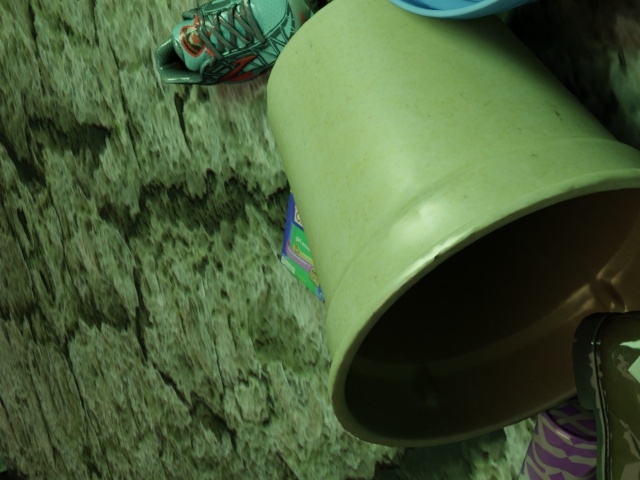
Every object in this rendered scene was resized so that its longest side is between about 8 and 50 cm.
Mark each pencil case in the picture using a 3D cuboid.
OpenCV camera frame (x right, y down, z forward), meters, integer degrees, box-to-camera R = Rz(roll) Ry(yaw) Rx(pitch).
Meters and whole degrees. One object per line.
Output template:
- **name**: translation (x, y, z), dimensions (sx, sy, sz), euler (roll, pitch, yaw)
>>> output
- **pencil case**: translation (0.227, 0.234, 1.215), dimensions (0.088, 0.086, 0.206), euler (16, 126, 12)

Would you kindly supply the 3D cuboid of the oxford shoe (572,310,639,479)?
- **oxford shoe**: translation (0.256, 0.163, 0.953), dimensions (0.096, 0.083, 0.227), euler (-11, 97, 51)

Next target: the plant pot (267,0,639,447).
- **plant pot**: translation (0.109, -0.046, 1.091), dimensions (0.305, 0.334, 0.334), euler (64, 147, 34)

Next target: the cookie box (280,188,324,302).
- **cookie box**: translation (0.000, 0.000, 1.470), dimensions (0.092, 0.040, 0.107), euler (41, 134, 39)

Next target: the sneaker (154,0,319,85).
- **sneaker**: translation (-0.098, -0.221, 1.437), dimensions (0.262, 0.125, 0.104), euler (-23, 85, 56)

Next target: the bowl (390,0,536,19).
- **bowl**: translation (0.127, -0.363, 0.965), dimensions (0.391, 0.077, 0.391), euler (13, 105, 57)

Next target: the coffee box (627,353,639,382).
- **coffee box**: translation (0.352, 0.121, 0.769), dimensions (0.297, 0.119, 0.168), euler (52, 139, 22)
